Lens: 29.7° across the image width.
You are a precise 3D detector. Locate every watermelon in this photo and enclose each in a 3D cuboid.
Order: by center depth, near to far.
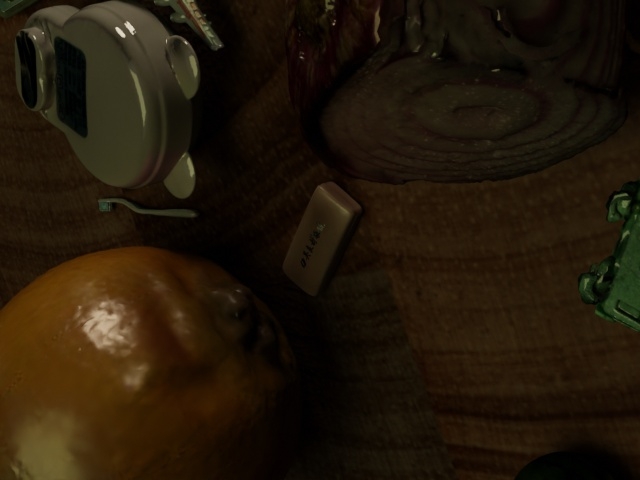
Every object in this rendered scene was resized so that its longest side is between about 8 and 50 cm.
[{"bbox_3d":[0.206,0.223,0.983,0.109,0.109,0.109,20,123,36],"label":"watermelon"}]

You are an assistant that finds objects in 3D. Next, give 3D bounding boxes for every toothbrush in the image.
[{"bbox_3d":[-0.185,-0.036,1.286,0.162,0.014,0.017,4,98,42],"label":"toothbrush"}]

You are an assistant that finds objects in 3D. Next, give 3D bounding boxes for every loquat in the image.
[{"bbox_3d":[-0.177,0.163,1.153,0.328,0.328,0.329,20,123,36],"label":"loquat"}]

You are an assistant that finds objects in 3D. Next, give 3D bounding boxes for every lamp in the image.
[{"bbox_3d":[-0.197,-0.151,1.172,0.246,0.108,0.180,28,123,34],"label":"lamp"}]

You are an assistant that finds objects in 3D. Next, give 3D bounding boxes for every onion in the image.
[{"bbox_3d":[0.088,-0.174,0.822,0.256,0.272,0.231,-16,72,40],"label":"onion"}]

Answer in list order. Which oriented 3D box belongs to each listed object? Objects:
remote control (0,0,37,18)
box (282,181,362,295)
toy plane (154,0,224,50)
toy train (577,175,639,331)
[{"bbox_3d":[-0.290,-0.299,1.221,0.233,0.038,0.098,-13,125,47],"label":"remote control"},{"bbox_3d":[0.000,0.000,1.119,0.048,0.025,0.115,44,134,21],"label":"box"},{"bbox_3d":[-0.128,-0.252,1.089,0.171,0.065,0.162,6,114,44],"label":"toy plane"},{"bbox_3d":[0.250,0.020,0.860,0.099,0.081,0.149,29,121,31],"label":"toy train"}]
